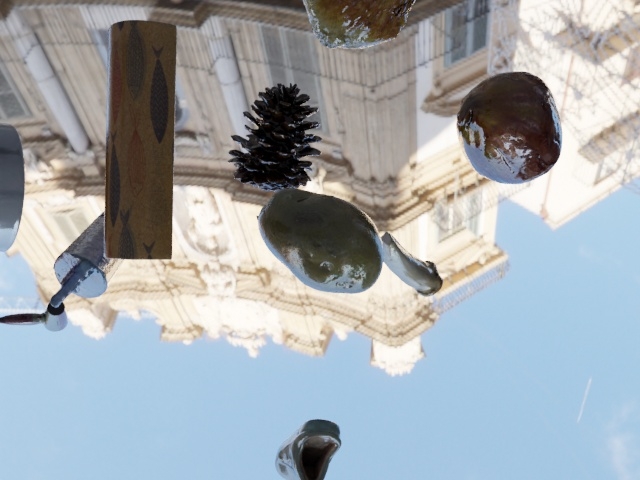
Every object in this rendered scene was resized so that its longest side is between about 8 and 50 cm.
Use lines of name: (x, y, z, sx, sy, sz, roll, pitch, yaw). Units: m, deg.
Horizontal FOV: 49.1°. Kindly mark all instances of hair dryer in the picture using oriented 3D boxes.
hair dryer: (-0.629, 0.168, 1.515, 0.154, 0.106, 0.054, -7, -110, -19)

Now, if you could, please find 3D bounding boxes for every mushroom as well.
mushroom: (0.173, 0.047, 1.397, 0.071, 0.209, 0.084, -38, -133, 15)

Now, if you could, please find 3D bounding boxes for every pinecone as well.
pinecone: (-0.111, -0.268, 1.801, 0.246, 0.292, 0.246, 13, -155, -6)

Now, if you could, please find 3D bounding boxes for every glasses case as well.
glasses case: (-0.139, -0.071, 0.518, 0.041, 0.170, 0.064, 0, -179, -38)

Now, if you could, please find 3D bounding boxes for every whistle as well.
whistle: (-0.252, 0.011, 0.809, 0.062, 0.062, 0.304, -15, -166, -4)

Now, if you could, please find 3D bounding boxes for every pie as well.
pie: (0.047, -0.308, 0.843, 0.193, 0.163, 0.079, 3, -153, -47)

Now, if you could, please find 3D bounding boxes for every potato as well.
potato: (0.000, 0.000, 1.182, 0.235, 0.178, 0.160, 30, -138, 11)

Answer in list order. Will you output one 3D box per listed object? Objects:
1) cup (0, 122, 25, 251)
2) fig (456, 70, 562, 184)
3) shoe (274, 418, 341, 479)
cup: (-0.643, -0.093, 1.062, 0.317, 0.212, 0.212, 3, -142, -39)
fig: (0.378, -0.226, 1.407, 0.223, 0.263, 0.224, -2, -98, 17)
shoe: (-0.024, 0.357, 1.121, 0.079, 0.195, 0.078, 19, -137, -10)
